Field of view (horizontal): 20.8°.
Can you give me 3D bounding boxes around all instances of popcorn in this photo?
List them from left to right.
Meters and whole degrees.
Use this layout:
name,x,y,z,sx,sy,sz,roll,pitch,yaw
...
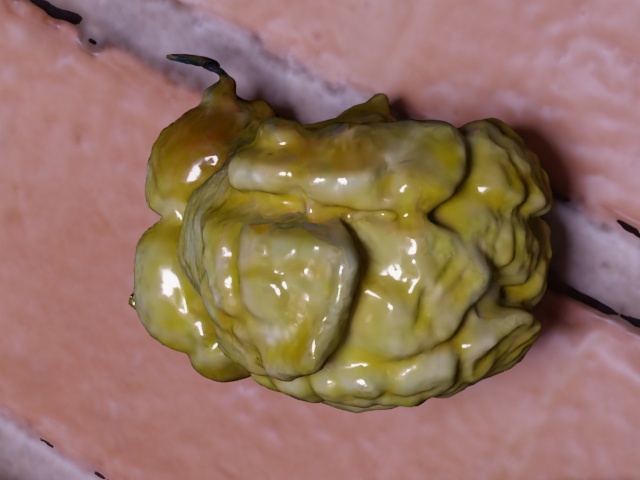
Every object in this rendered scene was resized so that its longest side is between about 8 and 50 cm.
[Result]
name,x,y,z,sx,sy,sz,roll,pitch,yaw
popcorn,0.009,-0.005,0.804,0.195,0.168,0.173,14,130,58
